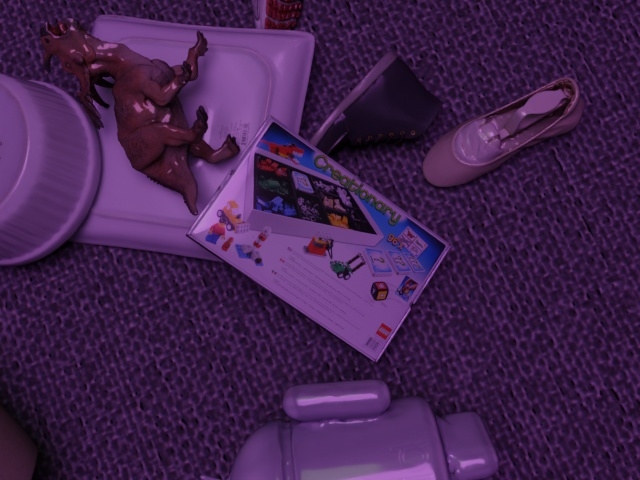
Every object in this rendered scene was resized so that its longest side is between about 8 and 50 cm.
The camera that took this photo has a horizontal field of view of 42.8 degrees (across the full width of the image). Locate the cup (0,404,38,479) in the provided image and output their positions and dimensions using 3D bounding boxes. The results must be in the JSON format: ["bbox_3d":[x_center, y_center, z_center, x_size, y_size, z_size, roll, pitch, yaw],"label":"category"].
[{"bbox_3d":[-0.495,0.300,1.006,0.237,0.331,0.331,23,80,-19],"label":"cup"}]

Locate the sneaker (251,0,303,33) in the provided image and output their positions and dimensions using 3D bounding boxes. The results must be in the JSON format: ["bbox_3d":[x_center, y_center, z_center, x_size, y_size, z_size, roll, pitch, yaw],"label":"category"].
[{"bbox_3d":[-0.085,-0.405,1.223,0.093,0.088,0.225,-7,84,34],"label":"sneaker"}]

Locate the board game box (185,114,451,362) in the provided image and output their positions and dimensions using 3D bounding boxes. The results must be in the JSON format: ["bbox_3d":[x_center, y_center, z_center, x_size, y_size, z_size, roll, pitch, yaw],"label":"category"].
[{"bbox_3d":[0.000,0.000,1.096,0.305,0.053,0.193,35,82,-9],"label":"board game box"}]

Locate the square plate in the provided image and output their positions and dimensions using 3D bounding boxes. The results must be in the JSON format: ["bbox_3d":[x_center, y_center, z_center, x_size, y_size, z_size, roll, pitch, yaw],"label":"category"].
[{"bbox_3d":[-0.202,-0.152,1.162,0.344,0.049,0.347,8,83,12],"label":"square plate"}]

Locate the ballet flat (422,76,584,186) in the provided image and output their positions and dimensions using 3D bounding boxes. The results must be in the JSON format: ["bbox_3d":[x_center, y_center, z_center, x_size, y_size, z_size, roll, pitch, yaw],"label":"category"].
[{"bbox_3d":[0.256,-0.156,1.143,0.249,0.086,0.086,-28,78,-2],"label":"ballet flat"}]

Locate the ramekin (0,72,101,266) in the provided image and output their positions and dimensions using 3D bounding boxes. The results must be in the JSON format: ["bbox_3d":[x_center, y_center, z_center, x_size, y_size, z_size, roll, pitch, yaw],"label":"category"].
[{"bbox_3d":[-0.451,-0.107,1.123,0.273,0.127,0.272,-3,79,17],"label":"ramekin"}]

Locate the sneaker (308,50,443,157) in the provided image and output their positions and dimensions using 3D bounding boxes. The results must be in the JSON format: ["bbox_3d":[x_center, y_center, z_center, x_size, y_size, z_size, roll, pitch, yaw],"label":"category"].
[{"bbox_3d":[0.069,-0.150,1.153,0.118,0.083,0.222,41,91,-2],"label":"sneaker"}]

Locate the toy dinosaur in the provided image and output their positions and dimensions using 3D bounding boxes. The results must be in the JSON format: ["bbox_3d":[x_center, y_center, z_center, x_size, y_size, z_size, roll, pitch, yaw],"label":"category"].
[{"bbox_3d":[-0.236,-0.162,1.089,0.200,0.127,0.295,-18,91,15],"label":"toy dinosaur"}]

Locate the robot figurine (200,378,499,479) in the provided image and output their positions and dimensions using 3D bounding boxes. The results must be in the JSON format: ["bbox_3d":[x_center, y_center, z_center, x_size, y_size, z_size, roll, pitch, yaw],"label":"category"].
[{"bbox_3d":[0.039,0.305,1.001,0.354,0.200,0.299,-11,103,2],"label":"robot figurine"}]
